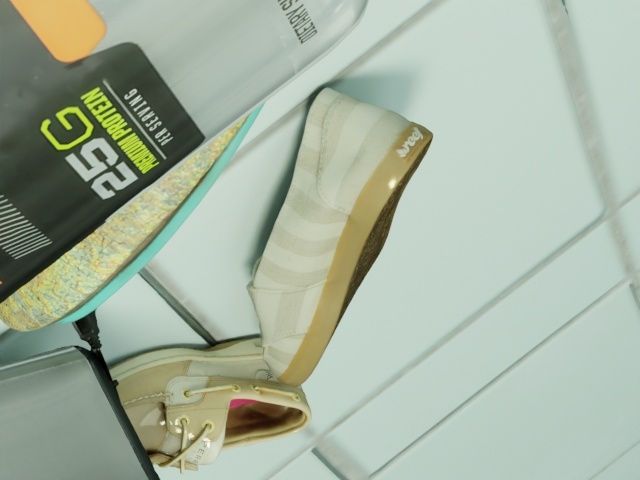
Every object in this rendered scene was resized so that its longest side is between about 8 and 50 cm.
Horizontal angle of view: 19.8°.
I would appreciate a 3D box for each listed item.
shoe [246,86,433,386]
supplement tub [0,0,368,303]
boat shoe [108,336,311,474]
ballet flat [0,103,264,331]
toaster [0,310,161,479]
[{"bbox_3d":[0.000,0.000,0.958,0.076,0.058,0.219,-58,175,-39],"label":"shoe"},{"bbox_3d":[-0.159,-0.050,0.506,0.316,0.193,0.193,-38,154,-1],"label":"supplement tub"},{"bbox_3d":[-0.071,0.096,1.007,0.170,0.059,0.063,-12,144,-42],"label":"boat shoe"},{"bbox_3d":[-0.044,-0.115,0.661,0.348,0.123,0.123,-46,153,18],"label":"ballet flat"},{"bbox_3d":[-0.147,0.152,0.889,0.110,0.185,0.168,-11,151,-39],"label":"toaster"}]
